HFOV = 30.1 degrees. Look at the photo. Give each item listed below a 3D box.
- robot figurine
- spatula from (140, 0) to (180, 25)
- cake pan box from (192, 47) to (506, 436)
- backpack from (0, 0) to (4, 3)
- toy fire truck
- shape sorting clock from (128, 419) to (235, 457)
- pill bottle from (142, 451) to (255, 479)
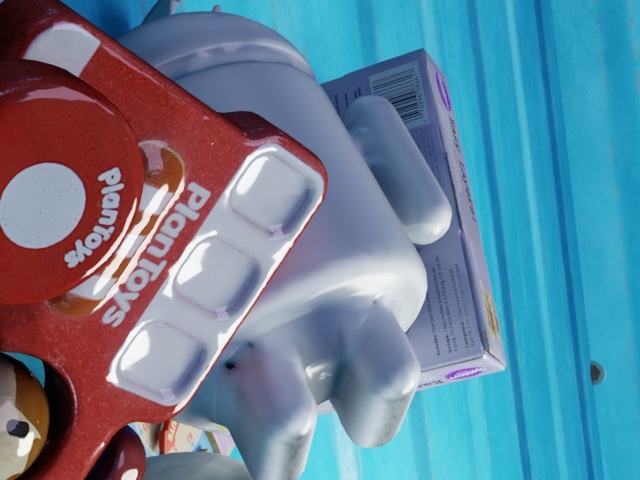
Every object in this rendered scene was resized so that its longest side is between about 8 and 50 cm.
[{"bbox_3d":[-0.061,-0.013,0.820,0.353,0.300,0.199,63,-22,25],"label":"robot figurine"},{"bbox_3d":[-0.078,-0.254,0.911,0.019,0.242,0.168,30,55,-22],"label":"spatula"},{"bbox_3d":[0.000,0.000,0.940,0.070,0.246,0.266,36,40,-62],"label":"cake pan box"},{"bbox_3d":[-0.231,-0.098,0.666,0.084,0.105,0.114,51,36,-17],"label":"backpack"},{"bbox_3d":[-0.148,0.038,0.591,0.254,0.169,0.302,32,90,-44],"label":"toy fire truck"},{"bbox_3d":[-0.120,0.121,0.947,0.206,0.040,0.206,-5,90,-67],"label":"shape sorting clock"},{"bbox_3d":[-0.092,0.313,0.814,0.169,0.169,0.301,-37,119,-63],"label":"pill bottle"}]
